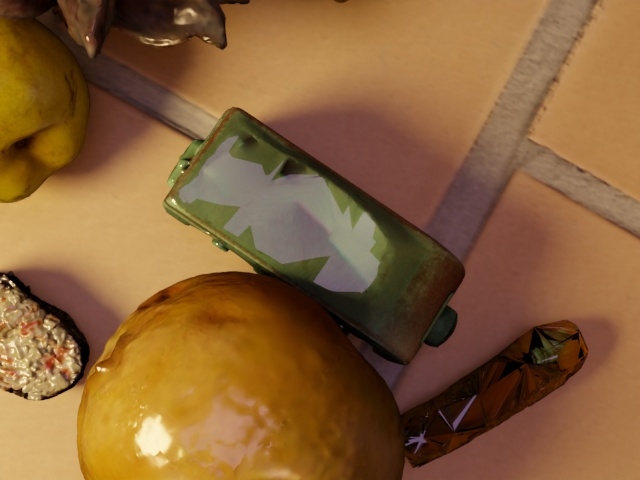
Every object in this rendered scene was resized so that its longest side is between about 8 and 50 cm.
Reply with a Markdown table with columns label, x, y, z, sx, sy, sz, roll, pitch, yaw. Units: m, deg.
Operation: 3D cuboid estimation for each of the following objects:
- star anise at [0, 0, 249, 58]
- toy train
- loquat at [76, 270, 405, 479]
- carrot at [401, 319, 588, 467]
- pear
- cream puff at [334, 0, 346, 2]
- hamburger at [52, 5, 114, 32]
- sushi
| label | x | y | z | sx | sy | sz | roll | pitch | yaw |
| --- | --- | --- | --- | --- | --- | --- | --- | --- | --- |
| star anise | -0.216 | -0.274 | 0.833 | 0.331 | 0.332 | 0.118 | 16 | 125 | -3 |
| toy train | 0.000 | 0.000 | 0.883 | 0.326 | 0.159 | 0.129 | 35 | 84 | -1 |
| loquat | -0.074 | 0.171 | 0.810 | 0.276 | 0.276 | 0.284 | -47 | 110 | -8 |
| carrot | 0.171 | 0.158 | 0.928 | 0.228 | 0.069 | 0.069 | -31 | 87 | -7 |
| pear | -0.321 | -0.138 | 0.856 | 0.200 | 0.200 | 0.200 | 1 | 83 | -5 |
| cream puff | 0.014 | -0.356 | 0.844 | 0.291 | 0.324 | 0.257 | -22 | 107 | -35 |
| hamburger | -0.237 | -0.251 | 0.947 | 0.083 | 0.044 | 0.076 | -41 | 90 | -7 |
| sushi | -0.298 | 0.093 | 0.885 | 0.150 | 0.078 | 0.090 | 42 | 82 | 0 |
